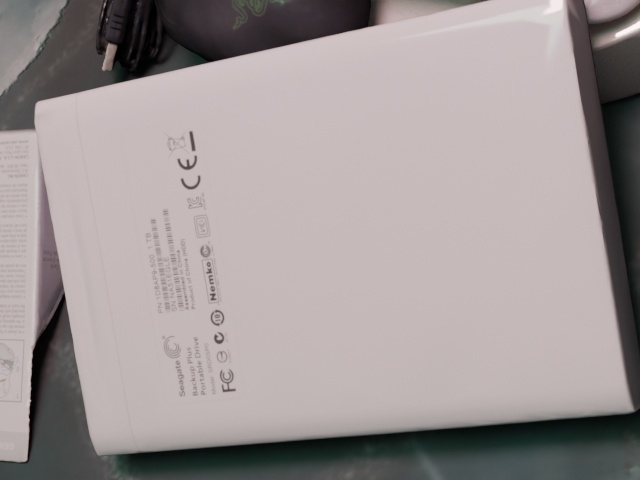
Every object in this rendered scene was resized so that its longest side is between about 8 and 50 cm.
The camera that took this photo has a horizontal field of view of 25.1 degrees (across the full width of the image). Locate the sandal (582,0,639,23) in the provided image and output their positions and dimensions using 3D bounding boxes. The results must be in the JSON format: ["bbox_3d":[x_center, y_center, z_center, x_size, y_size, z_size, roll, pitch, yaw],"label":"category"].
[{"bbox_3d":[0.077,-0.199,0.857,0.265,0.076,0.102,32,101,15],"label":"sandal"}]

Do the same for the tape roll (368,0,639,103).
[{"bbox_3d":[0.158,-0.271,0.922,0.392,0.072,0.392,-12,63,26],"label":"tape roll"}]

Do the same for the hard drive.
[{"bbox_3d":[0.000,0.000,0.855,0.353,0.047,0.233,-9,92,27],"label":"hard drive"}]

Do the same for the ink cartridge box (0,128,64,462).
[{"bbox_3d":[-0.267,0.038,1.057,0.189,0.066,0.232,-1,90,29],"label":"ink cartridge box"}]

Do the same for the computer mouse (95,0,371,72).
[{"bbox_3d":[-0.073,-0.175,0.953,0.272,0.072,0.189,32,108,47],"label":"computer mouse"}]
